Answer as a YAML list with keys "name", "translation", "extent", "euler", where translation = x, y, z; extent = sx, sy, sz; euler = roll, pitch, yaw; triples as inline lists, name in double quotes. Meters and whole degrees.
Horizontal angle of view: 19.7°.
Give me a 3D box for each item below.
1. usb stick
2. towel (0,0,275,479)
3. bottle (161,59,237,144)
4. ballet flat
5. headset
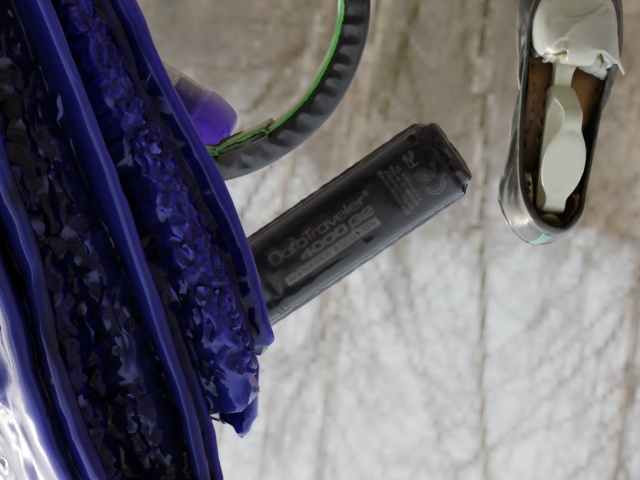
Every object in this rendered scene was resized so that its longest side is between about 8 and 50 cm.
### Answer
- name: "usb stick"
  translation: [0.000, 0.000, 1.567]
  extent: [0.278, 0.077, 0.045]
  euler: [-34, 180, 14]
- name: "towel"
  translation: [-0.132, -0.028, 0.522]
  extent: [0.076, 0.228, 0.308]
  euler: [-25, -172, -31]
- name: "bottle"
  translation: [-0.198, -0.130, 1.346]
  extent: [0.283, 0.092, 0.118]
  euler: [32, -168, -6]
- name: "ballet flat"
  translation: [0.213, -0.132, 1.566]
  extent: [0.095, 0.280, 0.096]
  euler: [4, -173, -9]
- name: "headset"
  translation: [-0.119, -0.232, 1.192]
  extent: [0.243, 0.394, 0.185]
  euler: [-22, -165, 8]
